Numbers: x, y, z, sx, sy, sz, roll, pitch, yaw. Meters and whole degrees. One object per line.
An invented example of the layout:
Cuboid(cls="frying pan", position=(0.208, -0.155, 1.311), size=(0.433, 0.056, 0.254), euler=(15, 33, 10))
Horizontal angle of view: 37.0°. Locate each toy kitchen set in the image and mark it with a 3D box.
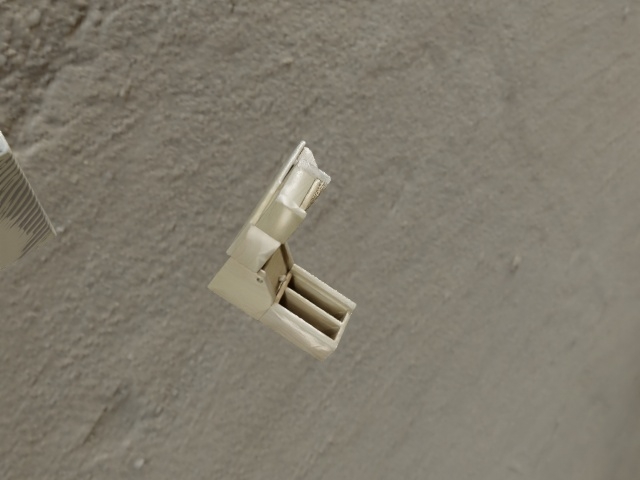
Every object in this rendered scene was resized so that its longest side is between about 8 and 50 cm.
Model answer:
Cuboid(cls="toy kitchen set", position=(0.000, 0.000, 0.490), size=(0.083, 0.075, 0.068), euler=(-48, -169, 46))

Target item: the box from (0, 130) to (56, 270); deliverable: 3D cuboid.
Cuboid(cls="box", position=(-0.260, -0.049, 0.659), size=(0.094, 0.113, 0.275), euler=(-31, 177, -13))
